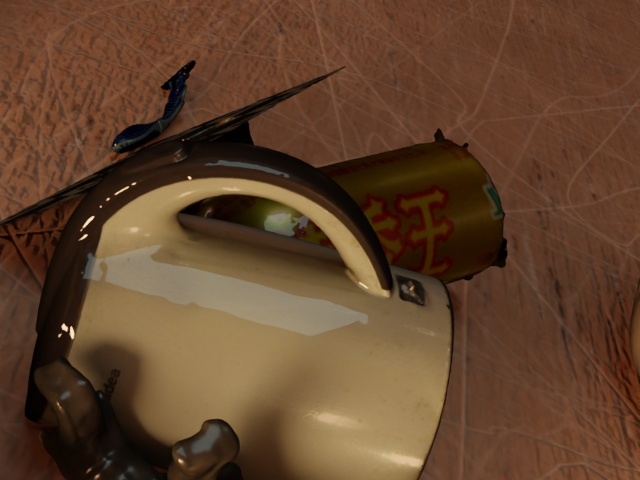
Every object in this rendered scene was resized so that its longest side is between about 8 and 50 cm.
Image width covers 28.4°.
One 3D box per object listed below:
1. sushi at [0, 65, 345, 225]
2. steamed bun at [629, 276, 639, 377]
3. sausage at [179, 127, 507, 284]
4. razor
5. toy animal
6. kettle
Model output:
[{"bbox_3d":[-0.106,-0.048,0.942,0.231,0.219,0.047,-38,107,-54],"label":"sushi"},{"bbox_3d":[0.383,0.069,0.981,0.236,0.247,0.383,-1,41,-28],"label":"steamed bun"},{"bbox_3d":[0.000,-0.002,0.954,0.317,0.117,0.125,-14,82,-41],"label":"sausage"},{"bbox_3d":[-0.143,-0.110,1.110,0.028,0.044,0.154,46,32,-13],"label":"razor"},{"bbox_3d":[-0.074,0.169,0.645,0.114,0.146,0.245,-24,70,-14],"label":"toy animal"},{"bbox_3d":[-0.047,0.046,0.765,0.236,0.221,0.161,17,31,-12],"label":"kettle"}]
